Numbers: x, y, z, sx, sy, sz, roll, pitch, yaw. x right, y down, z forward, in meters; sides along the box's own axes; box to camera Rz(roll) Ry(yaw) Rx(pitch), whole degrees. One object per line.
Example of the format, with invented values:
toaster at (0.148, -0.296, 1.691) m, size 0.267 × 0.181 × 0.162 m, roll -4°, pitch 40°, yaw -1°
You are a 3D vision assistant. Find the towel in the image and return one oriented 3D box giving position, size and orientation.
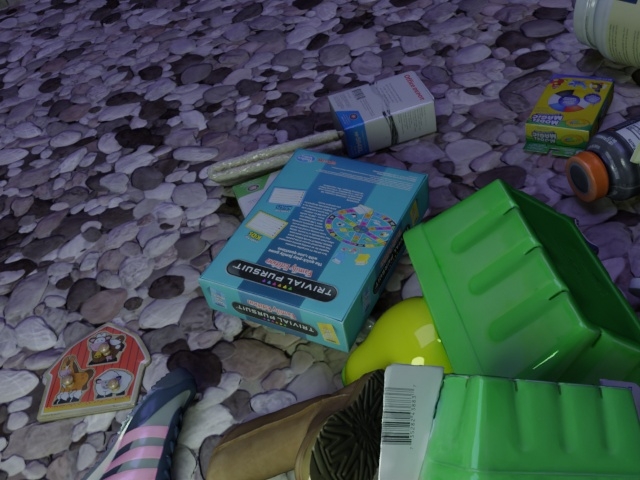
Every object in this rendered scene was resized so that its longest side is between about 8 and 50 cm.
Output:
towel at (-0.087, -0.168, 1.481) m, size 0.282 × 0.049 × 0.187 m, roll -15°, pitch 0°, yaw 0°

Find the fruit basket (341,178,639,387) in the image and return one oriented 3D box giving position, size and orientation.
fruit basket at (0.220, 0.145, 1.020) m, size 0.392 × 0.283 × 0.392 m, roll -39°, pitch 40°, yaw 42°

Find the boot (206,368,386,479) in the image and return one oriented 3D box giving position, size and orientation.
boot at (-0.045, 0.275, 0.913) m, size 0.269 × 0.089 × 0.236 m, roll -28°, pitch 2°, yaw 32°

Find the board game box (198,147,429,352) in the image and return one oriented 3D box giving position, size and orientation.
board game box at (0.000, 0.000, 1.192) m, size 0.253 × 0.079 × 0.336 m, roll 15°, pitch 51°, yaw 25°

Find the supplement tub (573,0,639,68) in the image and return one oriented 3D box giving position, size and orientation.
supplement tub at (0.719, -0.463, 1.494) m, size 0.235 × 0.235 × 0.325 m, roll -37°, pitch 46°, yaw -23°

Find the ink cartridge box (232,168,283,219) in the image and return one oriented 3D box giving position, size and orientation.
ink cartridge box at (-0.059, -0.037, 1.371) m, size 0.160 × 0.093 × 0.219 m, roll -19°, pitch 42°, yaw -7°

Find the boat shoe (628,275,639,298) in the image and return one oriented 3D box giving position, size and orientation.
boat shoe at (0.571, 0.071, 1.064) m, size 0.219 × 0.078 × 0.070 m, roll 10°, pitch 75°, yaw 17°

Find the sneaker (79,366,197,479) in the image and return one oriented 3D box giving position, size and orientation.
sneaker at (-0.244, 0.332, 1.035) m, size 0.131 × 0.112 × 0.319 m, roll 23°, pitch 55°, yaw 14°

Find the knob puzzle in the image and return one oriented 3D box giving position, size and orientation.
knob puzzle at (-0.386, 0.212, 1.247) m, size 0.213 × 0.030 × 0.213 m, roll -9°, pitch 42°, yaw 8°

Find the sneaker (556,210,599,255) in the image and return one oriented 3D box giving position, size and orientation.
sneaker at (0.398, -0.018, 1.241) m, size 0.086 × 0.064 × 0.192 m, roll -15°, pitch 41°, yaw -11°

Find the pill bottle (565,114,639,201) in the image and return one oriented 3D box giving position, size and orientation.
pill bottle at (0.562, -0.151, 1.281) m, size 0.245 × 0.130 × 0.130 m, roll -22°, pitch 42°, yaw -7°

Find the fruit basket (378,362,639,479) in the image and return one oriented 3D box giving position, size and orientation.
fruit basket at (0.189, 0.308, 0.718) m, size 0.327 × 0.353 × 0.165 m, roll 8°, pitch -4°, yaw -22°

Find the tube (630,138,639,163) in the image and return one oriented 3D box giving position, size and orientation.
tube at (0.635, -0.138, 1.207) m, size 0.240 × 0.062 × 0.070 m, roll 17°, pitch 60°, yaw -12°

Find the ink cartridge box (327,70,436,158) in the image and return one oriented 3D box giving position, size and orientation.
ink cartridge box at (0.134, -0.277, 1.580) m, size 0.203 × 0.086 × 0.148 m, roll -17°, pitch 42°, yaw -3°

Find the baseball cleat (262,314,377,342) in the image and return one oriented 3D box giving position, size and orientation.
baseball cleat at (0.002, 0.113, 1.207) m, size 0.205 × 0.072 × 0.109 m, roll 4°, pitch 38°, yaw 16°

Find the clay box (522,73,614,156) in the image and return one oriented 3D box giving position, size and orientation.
clay box at (0.502, -0.255, 1.470) m, size 0.127 × 0.053 × 0.222 m, roll 13°, pitch 48°, yaw 29°
